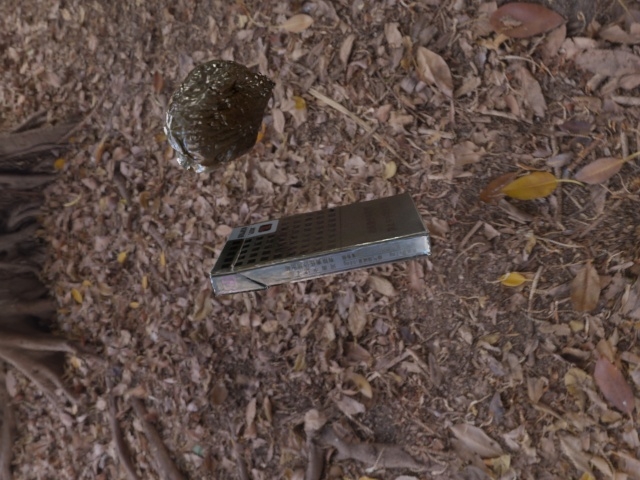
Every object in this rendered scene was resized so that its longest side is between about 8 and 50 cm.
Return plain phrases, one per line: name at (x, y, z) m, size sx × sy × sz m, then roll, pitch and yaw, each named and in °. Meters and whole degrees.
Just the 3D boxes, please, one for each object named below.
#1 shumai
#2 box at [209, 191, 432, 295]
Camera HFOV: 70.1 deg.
shumai at (-0.227, -0.247, 0.911) m, size 0.185 × 0.184 × 0.218 m, roll 11°, pitch 78°, yaw 46°
box at (0.000, 0.000, 0.735) m, size 0.325 × 0.180 × 0.047 m, roll -12°, pitch 114°, yaw 7°
